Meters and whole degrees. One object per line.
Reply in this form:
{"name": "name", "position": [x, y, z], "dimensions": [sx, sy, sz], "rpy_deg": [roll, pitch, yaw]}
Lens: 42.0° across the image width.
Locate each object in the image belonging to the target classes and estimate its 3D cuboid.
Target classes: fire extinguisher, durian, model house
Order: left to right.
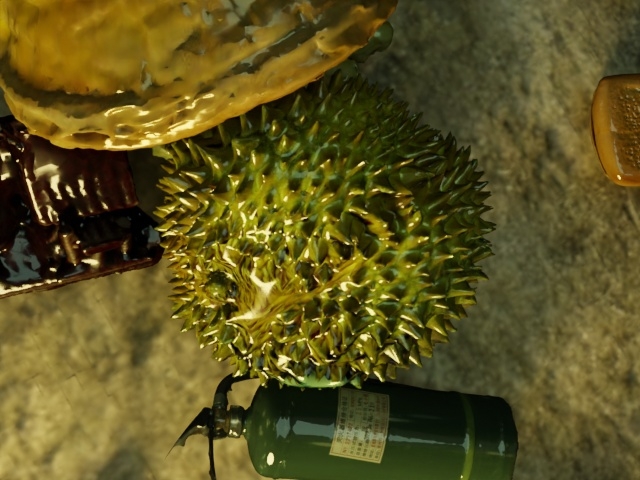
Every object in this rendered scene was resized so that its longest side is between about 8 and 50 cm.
{"name": "model house", "position": [-0.236, -0.029, 0.662], "dimensions": [0.203, 0.164, 0.141], "rpy_deg": [-20, 82, -13]}
{"name": "durian", "position": [-0.001, 0.004, 0.657], "dimensions": [0.291, 0.291, 0.224], "rpy_deg": [8, 74, -11]}
{"name": "fire extinguisher", "position": [0.016, 0.165, 0.728], "dimensions": [0.294, 0.093, 0.118], "rpy_deg": [8, 55, -11]}

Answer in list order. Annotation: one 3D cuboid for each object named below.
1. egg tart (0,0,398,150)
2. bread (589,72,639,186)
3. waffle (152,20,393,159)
{"name": "egg tart", "position": [-0.104, -0.216, 0.592], "dimensions": [0.339, 0.153, 0.351], "rpy_deg": [-23, 48, -7]}
{"name": "bread", "position": [0.363, -0.110, 0.845], "dimensions": [0.200, 0.077, 0.116], "rpy_deg": [-3, 84, -11]}
{"name": "waffle", "position": [-0.100, -0.232, 0.766], "dimensions": [0.297, 0.073, 0.317], "rpy_deg": [-32, 87, -13]}
